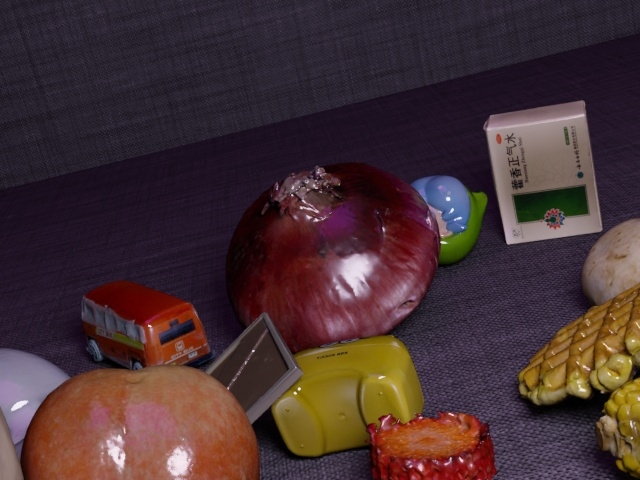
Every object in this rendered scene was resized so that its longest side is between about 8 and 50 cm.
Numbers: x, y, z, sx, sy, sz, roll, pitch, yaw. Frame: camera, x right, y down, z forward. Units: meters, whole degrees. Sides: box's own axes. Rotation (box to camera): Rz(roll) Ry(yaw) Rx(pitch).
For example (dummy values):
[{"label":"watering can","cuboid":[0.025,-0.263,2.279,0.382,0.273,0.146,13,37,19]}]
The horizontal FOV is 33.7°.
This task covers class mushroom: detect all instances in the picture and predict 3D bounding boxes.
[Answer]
[{"label":"mushroom","cuboid":[0.436,0.046,1.439,0.166,0.127,0.166,-35,14,10]}]

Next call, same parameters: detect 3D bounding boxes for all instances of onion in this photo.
[{"label":"onion","cuboid":[0.000,0.000,1.575,0.347,0.285,0.347,-13,42,13]}]

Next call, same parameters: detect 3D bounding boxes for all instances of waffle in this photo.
[{"label":"waffle","cuboid":[0.366,0.101,1.252,0.281,0.058,0.301,-35,0,-40]}]

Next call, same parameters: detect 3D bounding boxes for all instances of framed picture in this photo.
[{"label":"framed picture","cuboid":[-0.138,0.213,1.320,0.260,0.023,0.189,-45,21,1]}]

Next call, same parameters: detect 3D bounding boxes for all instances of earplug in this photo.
[{"label":"earplug","cuboid":[-0.376,0.247,1.333,0.214,0.175,0.325,-33,23,-16]}]

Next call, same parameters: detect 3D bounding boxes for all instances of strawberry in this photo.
[{"label":"strawberry","cuboid":[0.122,0.241,1.149,0.145,0.086,0.145,-11,21,4]}]

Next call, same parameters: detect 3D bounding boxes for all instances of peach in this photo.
[{"label":"peach","cuboid":[-0.187,0.249,1.110,0.252,0.252,0.252,-12,19,4]}]

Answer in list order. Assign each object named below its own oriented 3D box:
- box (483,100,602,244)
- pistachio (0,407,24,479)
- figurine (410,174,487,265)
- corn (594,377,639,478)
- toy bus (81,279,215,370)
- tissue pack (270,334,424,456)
[{"label":"box","cuboid":[0.378,-0.115,1.787,0.168,0.212,0.095,-8,21,18]},{"label":"pistachio","cuboid":[-0.427,0.269,0.996,0.281,0.445,0.365,0,46,-25]},{"label":"figurine","cuboid":[0.166,-0.006,1.765,0.162,0.143,0.263,8,45,48]},{"label":"corn","cuboid":[0.463,0.171,1.071,0.363,0.120,0.120,-8,19,5]},{"label":"toy bus","cuboid":[-0.287,0.137,1.672,0.121,0.120,0.265,-24,22,-32]},{"label":"tissue pack","cuboid":[0.035,0.187,1.302,0.178,0.123,0.127,-12,20,18]}]
